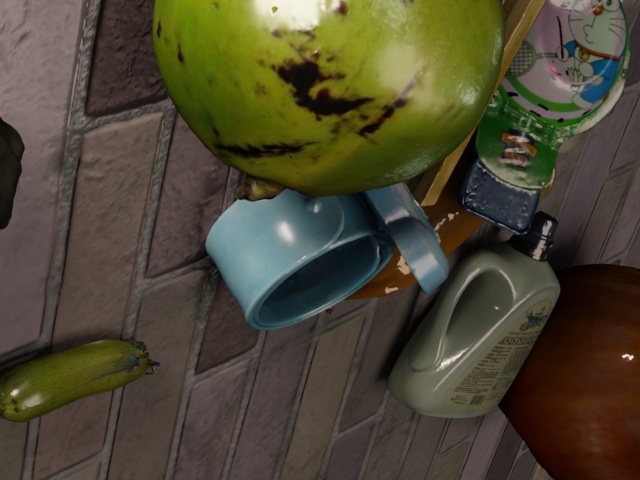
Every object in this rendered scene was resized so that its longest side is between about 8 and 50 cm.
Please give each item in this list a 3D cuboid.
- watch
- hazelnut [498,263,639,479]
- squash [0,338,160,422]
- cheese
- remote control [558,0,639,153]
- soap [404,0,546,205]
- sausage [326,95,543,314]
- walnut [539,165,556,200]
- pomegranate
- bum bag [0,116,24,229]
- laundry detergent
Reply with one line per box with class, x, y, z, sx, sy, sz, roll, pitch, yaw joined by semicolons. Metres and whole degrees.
watch;0.000;0.000;1.249;0.193;0.211;0.211;-33;150;4
hazelnut;0.418;0.194;1.880;0.366;0.366;0.366;-36;146;-29
squash;-0.212;0.118;1.166;0.183;0.052;0.052;-13;131;-49
cheese;0.232;-0.166;1.397;0.204;0.083;0.320;24;81;-25
remote control;0.342;-0.206;1.644;0.073;0.044;0.229;-5;125;-51
soap;0.131;-0.164;1.329;0.037;0.092;0.252;0;121;-58
sausage;0.118;-0.041;1.430;0.328;0.112;0.112;-42;149;-22
walnut;0.239;-0.083;1.586;0.092;0.092;0.092;-36;146;-29
pomegranate;0.021;-0.186;0.990;0.260;0.260;0.340;-6;124;-54
bum bag;-0.301;0.026;0.919;0.142;0.080;0.326;15;112;-52
laundry detergent;0.212;0.088;1.700;0.215;0.105;0.280;4;119;-48
